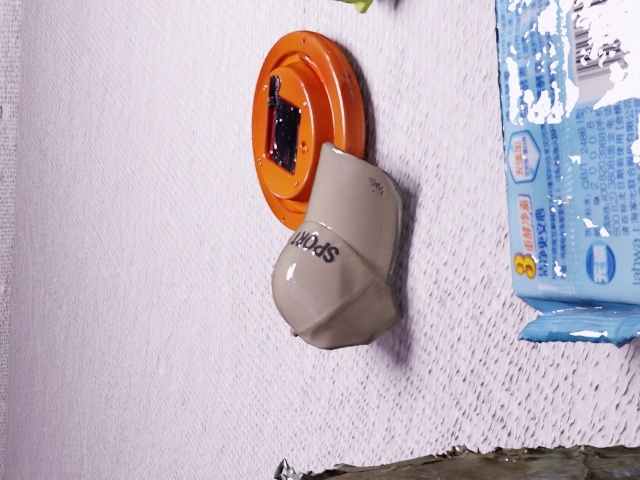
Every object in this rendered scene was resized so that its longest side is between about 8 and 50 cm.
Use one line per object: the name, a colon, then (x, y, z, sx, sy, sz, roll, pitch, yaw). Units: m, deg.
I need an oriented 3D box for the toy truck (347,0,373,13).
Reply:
toy truck: (-0.012, -0.339, 0.836, 0.128, 0.135, 0.260, -50, 49, 51)

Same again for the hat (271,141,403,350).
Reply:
hat: (0.000, 0.000, 0.865, 0.147, 0.085, 0.175, 25, 121, 37)

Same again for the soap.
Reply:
soap: (0.181, -0.081, 0.584, 0.156, 0.077, 0.293, 0, 93, 62)

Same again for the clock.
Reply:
clock: (-0.021, -0.109, 0.968, 0.205, 0.051, 0.205, 19, 112, 59)

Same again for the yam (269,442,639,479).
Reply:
yam: (0.135, 0.221, 0.487, 0.241, 0.348, 0.241, -174, 90, -68)
